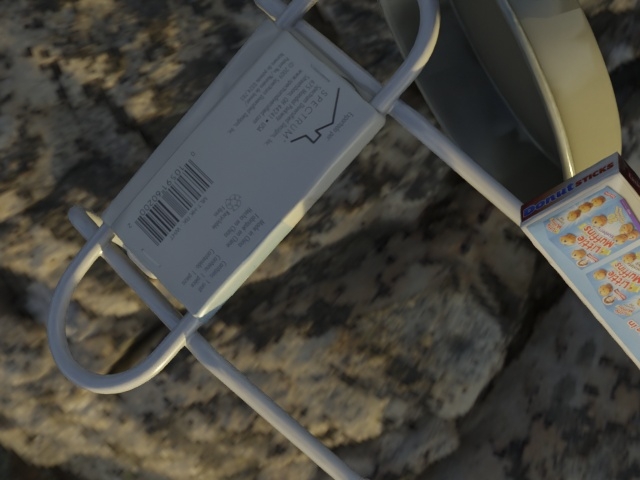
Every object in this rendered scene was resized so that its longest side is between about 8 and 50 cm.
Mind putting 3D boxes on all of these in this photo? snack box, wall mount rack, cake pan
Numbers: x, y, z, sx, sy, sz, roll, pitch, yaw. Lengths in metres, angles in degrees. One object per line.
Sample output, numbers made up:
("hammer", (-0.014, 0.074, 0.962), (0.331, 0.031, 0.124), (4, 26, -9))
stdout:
("snack box", (0.186, 0.034, 0.896), (0.064, 0.022, 0.178), (-30, 115, 27))
("wall mount rack", (0.000, 0.000, 1.075), (0.350, 0.130, 0.304), (-49, 58, 4))
("cake pan", (0.114, -0.140, 1.123), (0.054, 0.293, 0.293), (-29, 97, -8))
